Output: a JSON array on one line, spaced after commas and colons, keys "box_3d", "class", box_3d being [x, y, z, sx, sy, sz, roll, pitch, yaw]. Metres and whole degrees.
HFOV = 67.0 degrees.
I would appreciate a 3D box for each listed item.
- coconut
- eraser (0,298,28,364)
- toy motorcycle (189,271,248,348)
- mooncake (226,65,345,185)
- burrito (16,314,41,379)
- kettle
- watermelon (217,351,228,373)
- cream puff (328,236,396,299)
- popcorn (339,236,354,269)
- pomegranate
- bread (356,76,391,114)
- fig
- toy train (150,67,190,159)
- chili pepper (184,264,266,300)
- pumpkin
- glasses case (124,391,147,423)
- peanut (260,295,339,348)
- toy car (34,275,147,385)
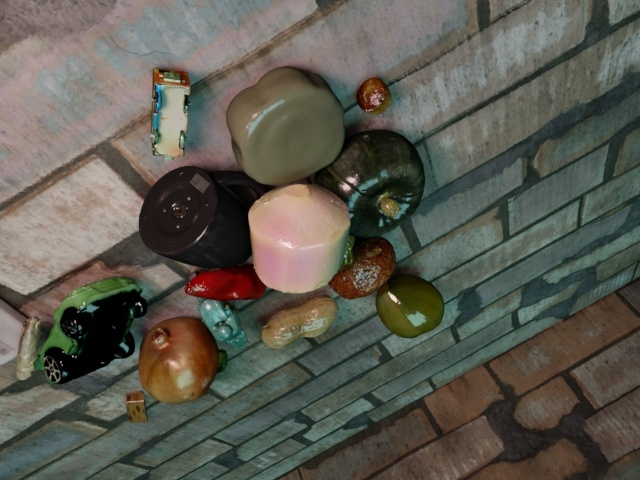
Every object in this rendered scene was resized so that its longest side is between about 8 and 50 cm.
[{"box_3d": [-0.048, -0.021, 1.126, 0.233, 0.233, 0.245, -11, 134, -20], "class": "coconut"}, {"box_3d": [-0.843, 0.203, 1.163, 0.174, 0.094, 0.270, -28, 143, -10], "class": "eraser"}, {"box_3d": [-0.288, 0.221, 1.429, 0.109, 0.198, 0.296, -30, 143, -5], "class": "toy motorcycle"}, {"box_3d": [-0.077, -0.252, 1.073, 0.275, 0.135, 0.275, -19, 141, -16], "class": "mooncake"}, {"box_3d": [-0.735, 0.266, 1.218, 0.045, 0.058, 0.188, 7, 115, -29], "class": "burrito"}, {"box_3d": [-0.237, -0.049, 1.167, 0.268, 0.207, 0.290, -49, 150, 3], "class": "kettle"}, {"box_3d": [-0.379, 0.446, 1.734, 0.106, 0.062, 0.105, -17, 146, -12], "class": "watermelon"}, {"box_3d": [0.132, 0.093, 1.523, 0.240, 0.164, 0.240, -35, -177, 2], "class": "cream puff"}, {"box_3d": [0.002, 0.001, 1.389, 0.198, 0.155, 0.197, -7, 131, -8], "class": "popcorn"}, {"box_3d": [-0.432, 0.349, 1.449, 0.229, 0.252, 0.270, -6, 143, 5], "class": "pomegranate"}, {"box_3d": [0.121, -0.338, 1.131, 0.085, 0.085, 0.053, -47, 146, 22], "class": "bread"}, {"box_3d": [0.319, 0.231, 1.777, 0.239, 0.239, 0.271, -39, 128, 14], "class": "fig"}, {"box_3d": [-0.303, -0.252, 0.965, 0.072, 0.099, 0.188, -3, 137, -24], "class": "toy train"}, {"box_3d": [-0.240, 0.123, 1.366, 0.110, 0.110, 0.387, -41, 163, 17], "class": "chili pepper"}, {"box_3d": [0.129, -0.137, 1.254, 0.300, 0.207, 0.300, -16, 136, -15], "class": "pumpkin"}, {"box_3d": [-0.671, 0.612, 1.767, 0.065, 0.041, 0.169, -1, 136, -14], "class": "glasses case"}, {"box_3d": [-0.071, 0.285, 1.684, 0.290, 0.130, 0.130, -18, 141, -12], "class": "peanut"}, {"box_3d": [-0.614, 0.236, 1.269, 0.213, 0.176, 0.358, -18, 142, -55], "class": "toy car"}]
